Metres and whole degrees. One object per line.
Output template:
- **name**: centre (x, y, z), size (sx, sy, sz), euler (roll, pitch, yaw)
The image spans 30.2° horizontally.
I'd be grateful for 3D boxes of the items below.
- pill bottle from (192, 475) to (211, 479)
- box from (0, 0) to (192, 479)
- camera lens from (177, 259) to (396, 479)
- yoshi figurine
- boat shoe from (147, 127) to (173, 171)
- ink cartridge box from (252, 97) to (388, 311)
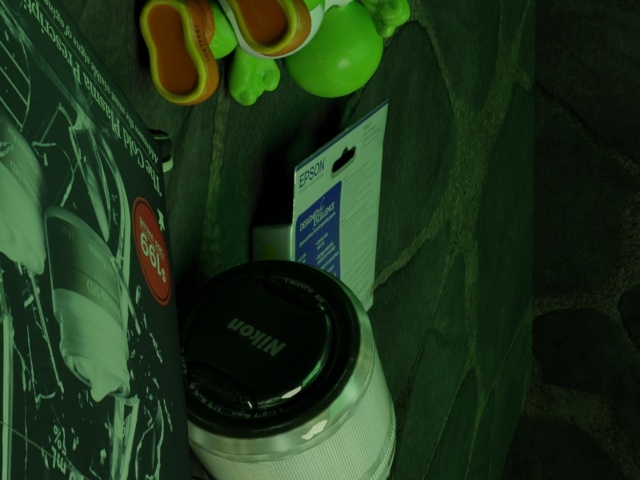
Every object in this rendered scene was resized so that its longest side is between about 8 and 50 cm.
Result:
- **pill bottle**: centre (-0.162, 0.298, 1.120), size (0.215, 0.117, 0.117), euler (-1, 101, -71)
- **box**: centre (-0.203, 0.020, 0.597), size (0.343, 0.178, 0.313), euler (62, 18, -61)
- **camera lens**: centre (-0.038, 0.169, 1.247), size (0.274, 0.219, 0.219), euler (73, 34, -53)
- **yoshi figurine**: centre (-0.021, -0.207, 1.174), size (0.362, 0.203, 0.203), euler (-42, 155, -63)
- **boat shoe**: centre (-0.178, -0.094, 0.920), size (0.233, 0.084, 0.079), euler (6, 95, -68)
- **ink cartridge box**: centre (0.000, 0.000, 1.503), size (0.303, 0.072, 0.307), euler (-42, 137, -58)
